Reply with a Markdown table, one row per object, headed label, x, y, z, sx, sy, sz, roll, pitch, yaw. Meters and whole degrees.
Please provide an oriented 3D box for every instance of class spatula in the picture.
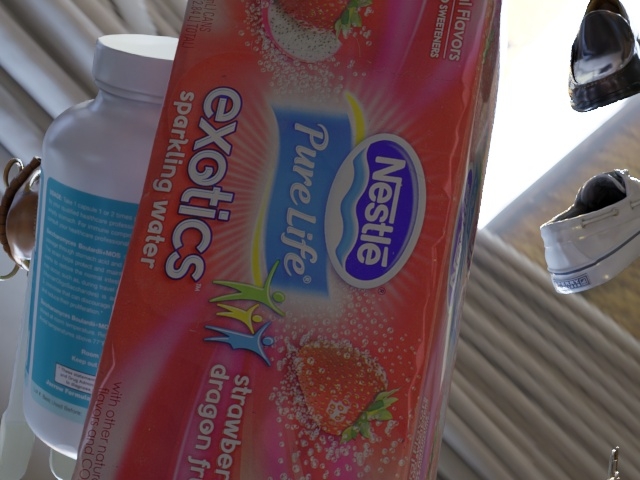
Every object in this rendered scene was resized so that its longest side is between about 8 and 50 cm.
| label | x | y | z | sx | sy | sz | roll | pitch | yaw |
| --- | --- | --- | --- | --- | --- | --- | --- | --- | --- |
| spatula | -0.235 | 0.102 | 0.957 | 0.019 | 0.168 | 0.242 | 45 | -53 | 50 |

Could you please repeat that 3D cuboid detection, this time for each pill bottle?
| label | x | y | z | sx | sy | sz | roll | pitch | yaw |
| --- | --- | --- | --- | --- | --- | --- | --- | --- | --- |
| pill bottle | -0.112 | 0.004 | 0.800 | 0.146 | 0.146 | 0.264 | -88 | -173 | -72 |

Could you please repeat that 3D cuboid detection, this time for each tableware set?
| label | x | y | z | sx | sy | sz | roll | pitch | yaw |
| --- | --- | --- | --- | --- | --- | --- | --- | --- | --- |
| tableware set | 0.360 | 0.339 | 1.508 | 0.020 | 0.141 | 0.169 | 4 | -174 | 16 |

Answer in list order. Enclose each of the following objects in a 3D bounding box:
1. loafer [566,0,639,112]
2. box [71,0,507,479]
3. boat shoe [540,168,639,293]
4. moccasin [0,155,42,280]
| label | x | y | z | sx | sy | sz | roll | pitch | yaw |
| --- | --- | --- | --- | --- | --- | --- | --- | --- | --- |
| loafer | 0.208 | -0.140 | 0.911 | 0.062 | 0.061 | 0.170 | -17 | -163 | 18 |
| box | 0.000 | 0.000 | 0.614 | 0.142 | 0.154 | 0.299 | 63 | 38 | -72 |
| boat shoe | 0.309 | -0.033 | 1.269 | 0.095 | 0.084 | 0.258 | -15 | -168 | 38 |
| moccasin | -0.267 | -0.024 | 1.233 | 0.380 | 0.147 | 0.139 | -138 | -131 | -74 |
